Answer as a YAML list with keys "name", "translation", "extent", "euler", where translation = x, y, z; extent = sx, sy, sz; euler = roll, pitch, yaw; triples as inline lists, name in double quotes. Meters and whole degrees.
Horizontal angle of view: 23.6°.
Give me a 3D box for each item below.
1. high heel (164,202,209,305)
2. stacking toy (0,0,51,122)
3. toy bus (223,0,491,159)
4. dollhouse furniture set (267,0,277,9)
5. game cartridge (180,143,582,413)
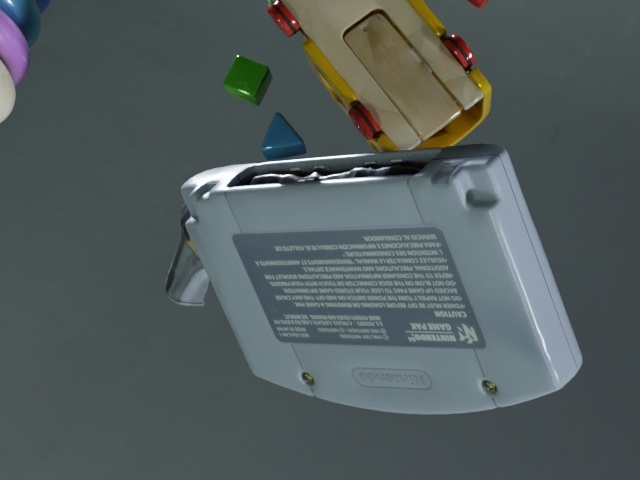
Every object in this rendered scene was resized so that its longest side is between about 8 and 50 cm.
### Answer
- name: "high heel"
  translation: [0.000, 0.000, 1.354]
  extent: [0.261, 0.186, 0.093]
  euler: [-3, 63, -17]
- name: "stacking toy"
  translation: [-0.256, -0.259, 1.281]
  extent: [0.141, 0.141, 0.330]
  euler: [19, 64, 10]
- name: "toy bus"
  translation: [0.037, -0.143, 1.145]
  extent: [0.191, 0.104, 0.202]
  euler: [8, 79, 7]
- name: "dollhouse furniture set"
  translation: [0.062, -0.344, 1.257]
  extent: [0.302, 0.151, 0.197]
  euler: [-21, 35, 12]
- name: "game cartridge"
  translation: [0.041, 0.033, 1.110]
  extent: [0.297, 0.198, 0.062]
  euler: [-1, 34, 43]
